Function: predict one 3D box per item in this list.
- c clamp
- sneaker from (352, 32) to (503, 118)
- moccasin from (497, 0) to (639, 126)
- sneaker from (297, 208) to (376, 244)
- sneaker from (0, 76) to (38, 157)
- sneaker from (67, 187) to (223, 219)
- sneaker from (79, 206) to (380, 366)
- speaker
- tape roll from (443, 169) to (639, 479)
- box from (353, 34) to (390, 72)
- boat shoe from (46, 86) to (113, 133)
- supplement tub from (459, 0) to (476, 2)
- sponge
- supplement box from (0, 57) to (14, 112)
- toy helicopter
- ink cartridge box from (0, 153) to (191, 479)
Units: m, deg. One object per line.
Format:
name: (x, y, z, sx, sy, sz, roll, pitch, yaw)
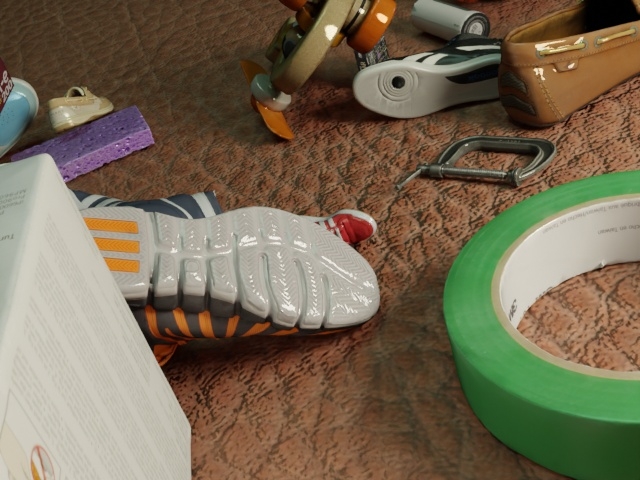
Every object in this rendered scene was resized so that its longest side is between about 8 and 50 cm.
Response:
c clamp: (0.188, -0.087, 1.061, 0.161, 0.022, 0.137, 4, 34, 32)
sneaker: (0.153, -0.229, 1.241, 0.217, 0.079, 0.121, -4, 31, 6)
moccasin: (0.371, -0.288, 1.150, 0.380, 0.147, 0.139, -29, 35, -16)
sneaker: (0.000, 0.000, 0.997, 0.118, 0.042, 0.067, -5, 30, 32)
sneaker: (-0.546, -0.119, 1.359, 0.319, 0.127, 0.208, -37, 35, -11)
sneaker: (-0.215, -0.013, 1.047, 0.153, 0.099, 0.282, -8, 12, -36)
sneaker: (-0.113, 0.060, 0.894, 0.321, 0.180, 0.124, 9, 52, -18)
speaker: (0.195, -0.332, 1.383, 0.055, 0.055, 0.136, -28, 34, -16)
tape roll: (0.266, 0.057, 0.758, 0.321, 0.077, 0.321, -12, 34, 8)
box: (0.077, -0.269, 1.334, 0.018, 0.067, 0.083, 0, 38, 25)
boat shoe: (-0.380, -0.215, 1.443, 0.063, 0.059, 0.170, -19, 13, 13)
supplement tub: (0.338, -0.521, 1.455, 0.338, 0.207, 0.207, -31, 35, -20)
sponge: (-0.361, -0.137, 1.378, 0.210, 0.031, 0.117, -25, 33, -11)
supplement box: (-0.579, -0.196, 1.310, 0.239, 0.073, 0.130, -10, 40, 8)
toy helicopter: (-0.036, -0.275, 1.331, 0.235, 0.140, 0.355, -60, 14, 5)
ink cartridge box: (-0.172, 0.167, 0.592, 0.091, 0.308, 0.385, -16, 34, 3)
